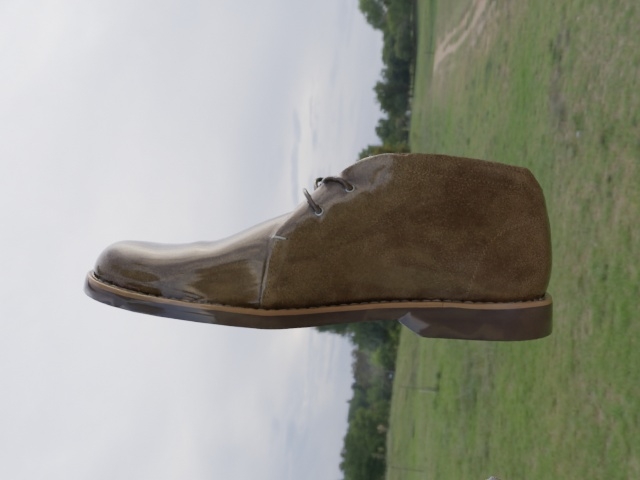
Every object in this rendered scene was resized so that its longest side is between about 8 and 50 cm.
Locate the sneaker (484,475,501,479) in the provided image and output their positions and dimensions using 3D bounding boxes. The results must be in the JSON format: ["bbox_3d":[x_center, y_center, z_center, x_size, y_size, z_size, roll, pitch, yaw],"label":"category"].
[{"bbox_3d":[0.117,0.201,0.284,0.084,0.185,0.069,-45,-44,-1],"label":"sneaker"}]

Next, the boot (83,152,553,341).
[{"bbox_3d":[0.000,0.000,0.398,0.112,0.305,0.115,-107,17,-82],"label":"boot"}]
